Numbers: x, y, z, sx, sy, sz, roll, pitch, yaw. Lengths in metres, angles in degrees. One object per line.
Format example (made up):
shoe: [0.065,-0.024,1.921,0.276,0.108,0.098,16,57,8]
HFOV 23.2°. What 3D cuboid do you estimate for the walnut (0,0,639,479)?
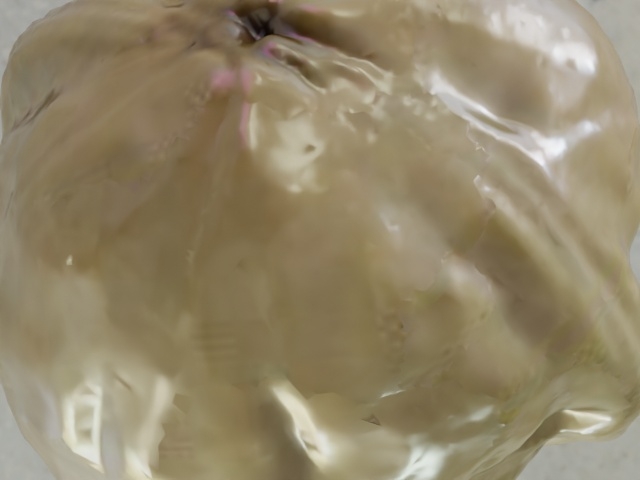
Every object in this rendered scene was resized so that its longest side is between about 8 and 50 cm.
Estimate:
walnut: [0.000,0.000,0.780,0.381,0.381,0.381,-10,125,-15]
